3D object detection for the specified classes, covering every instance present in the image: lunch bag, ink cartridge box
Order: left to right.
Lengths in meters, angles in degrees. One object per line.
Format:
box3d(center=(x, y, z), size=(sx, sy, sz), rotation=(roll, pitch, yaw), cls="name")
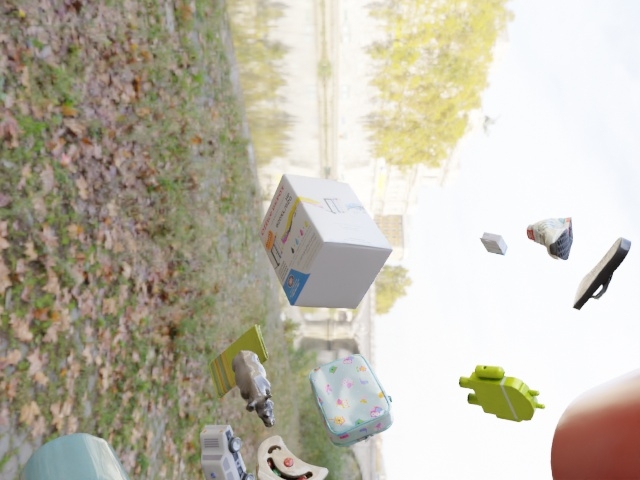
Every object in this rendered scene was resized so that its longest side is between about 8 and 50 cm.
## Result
box3d(center=(0.000, 0.000, 1.166), size=(0.171, 0.168, 0.232), rotation=(-63, -142, 30), cls="ink cartridge box")
box3d(center=(0.100, 0.501, 1.764), size=(0.279, 0.224, 0.107), rotation=(-120, -164, -50), cls="lunch bag")
box3d(center=(0.434, 0.005, 1.406), size=(0.083, 0.048, 0.028), rotation=(43, 68, -48), cls="ink cartridge box")

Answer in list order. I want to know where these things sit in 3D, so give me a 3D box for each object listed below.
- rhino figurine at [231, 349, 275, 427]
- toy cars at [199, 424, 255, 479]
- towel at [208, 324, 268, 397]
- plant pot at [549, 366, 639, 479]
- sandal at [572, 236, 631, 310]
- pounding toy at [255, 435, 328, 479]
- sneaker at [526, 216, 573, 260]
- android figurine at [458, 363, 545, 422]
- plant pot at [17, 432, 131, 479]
box3d(center=(-0.149, 0.339, 1.275), size=(0.243, 0.073, 0.106), rotation=(-133, -152, -60), cls="rhino figurine")
box3d(center=(-0.264, 0.618, 1.346), size=(0.087, 0.176, 0.393), rotation=(-28, 143, -57), cls="toy cars")
box3d(center=(-0.217, 0.322, 1.479), size=(0.237, 0.021, 0.102), rotation=(-43, -122, 33), cls="towel")
box3d(center=(0.374, 0.228, 0.535), size=(0.243, 0.275, 0.274), rotation=(123, -31, -70), cls="plant pot")
box3d(center=(0.690, 0.099, 1.371), size=(0.097, 0.054, 0.254), rotation=(-53, 165, -37), cls="sandal")
box3d(center=(-0.121, 0.690, 1.642), size=(0.154, 0.270, 0.154), rotation=(-65, 167, -54), cls="pounding toy")
box3d(center=(0.402, -0.003, 0.994), size=(0.161, 0.075, 0.057), rotation=(-32, 115, -55), cls="sneaker")
box3d(center=(0.600, 0.512, 1.854), size=(0.056, 0.273, 0.248), rotation=(-47, 117, -37), cls="android figurine")
box3d(center=(-0.603, 0.683, 1.399), size=(0.334, 0.341, 0.341), rotation=(30, -55, 54), cls="plant pot")
